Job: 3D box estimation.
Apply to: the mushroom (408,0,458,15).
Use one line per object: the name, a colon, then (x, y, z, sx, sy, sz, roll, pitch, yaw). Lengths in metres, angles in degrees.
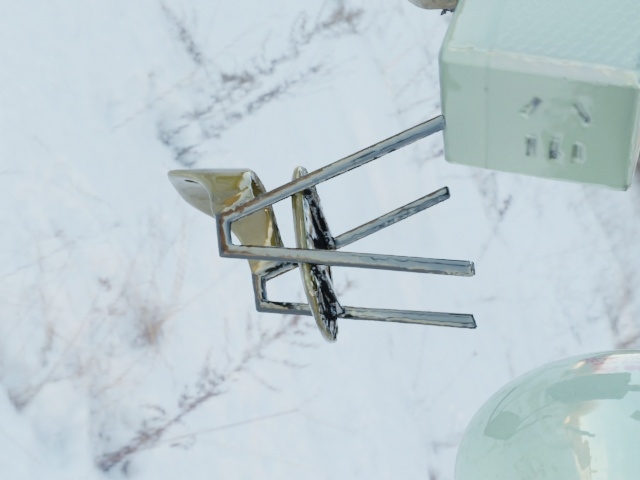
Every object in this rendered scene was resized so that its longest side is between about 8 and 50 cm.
mushroom: (0.176, -0.345, 0.999, 0.156, 0.286, 0.151, 49, -5, 47)

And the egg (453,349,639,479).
egg: (0.297, 0.208, 0.914, 0.230, 0.371, 0.230, -176, -90, -88)

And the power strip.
power strip: (0.224, -0.138, 0.916, 0.140, 0.224, 0.139, 81, 26, -49)

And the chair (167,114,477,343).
chair: (0.000, 0.000, 0.944, 0.159, 0.247, 0.172, 67, 12, -68)
